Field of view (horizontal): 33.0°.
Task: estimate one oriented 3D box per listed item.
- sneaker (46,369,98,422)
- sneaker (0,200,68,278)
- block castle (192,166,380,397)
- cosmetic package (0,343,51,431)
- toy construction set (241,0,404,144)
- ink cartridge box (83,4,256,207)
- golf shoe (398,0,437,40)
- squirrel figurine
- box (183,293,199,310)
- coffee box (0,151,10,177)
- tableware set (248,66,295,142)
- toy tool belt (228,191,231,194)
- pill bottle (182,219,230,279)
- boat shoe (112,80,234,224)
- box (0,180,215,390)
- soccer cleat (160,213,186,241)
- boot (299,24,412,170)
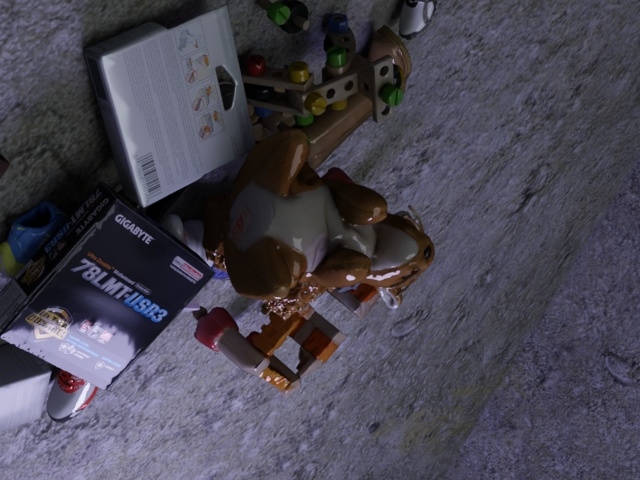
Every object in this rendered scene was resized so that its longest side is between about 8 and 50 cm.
[{"bbox_3d":[-0.455,0.212,2.029,0.270,0.090,0.145,-50,149,-3],"label":"sneaker"},{"bbox_3d":[-0.423,-0.004,1.816,0.240,0.091,0.126,-12,134,-45],"label":"sneaker"},{"bbox_3d":[-0.041,0.086,2.272,0.453,0.213,0.303,-50,155,-4],"label":"block castle"},{"bbox_3d":[-0.605,0.274,1.892,0.238,0.107,0.127,-10,133,-43],"label":"cosmetic package"},{"bbox_3d":[0.010,-0.245,1.928,0.257,0.237,0.309,-10,128,-47],"label":"toy construction set"},{"bbox_3d":[-0.238,-0.225,1.760,0.239,0.060,0.275,-31,128,-29],"label":"ink cartridge box"},{"bbox_3d":[0.187,-0.488,2.084,0.094,0.077,0.198,10,110,-44],"label":"golf shoe"},{"bbox_3d":[0.000,0.000,1.951,0.370,0.397,0.281,10,76,-32],"label":"squirrel figurine"},{"bbox_3d":[-0.364,0.095,1.956,0.324,0.067,0.063,5,77,-42],"label":"box"},{"bbox_3d":[-0.573,-0.111,1.485,0.141,0.098,0.246,-52,149,10],"label":"coffee box"},{"bbox_3d":[-0.094,-0.243,2.041,0.168,0.020,0.141,-40,149,-15],"label":"tableware set"},{"bbox_3d":[-0.167,-0.075,2.121,0.083,0.052,0.051,68,36,-61],"label":"toy tool belt"},{"bbox_3d":[-0.224,0.017,2.077,0.186,0.112,0.112,6,120,-55],"label":"pill bottle"},{"bbox_3d":[-0.243,-0.130,1.900,0.335,0.095,0.112,-47,150,-2],"label":"boat shoe"},{"bbox_3d":[-0.366,0.087,1.827,0.293,0.073,0.295,-46,142,0],"label":"box"},{"bbox_3d":[-0.311,0.017,1.962,0.076,0.068,0.196,-9,157,-40],"label":"soccer cleat"},{"bbox_3d":[0.055,-0.269,2.121,0.269,0.089,0.236,-40,157,-13],"label":"boot"}]
